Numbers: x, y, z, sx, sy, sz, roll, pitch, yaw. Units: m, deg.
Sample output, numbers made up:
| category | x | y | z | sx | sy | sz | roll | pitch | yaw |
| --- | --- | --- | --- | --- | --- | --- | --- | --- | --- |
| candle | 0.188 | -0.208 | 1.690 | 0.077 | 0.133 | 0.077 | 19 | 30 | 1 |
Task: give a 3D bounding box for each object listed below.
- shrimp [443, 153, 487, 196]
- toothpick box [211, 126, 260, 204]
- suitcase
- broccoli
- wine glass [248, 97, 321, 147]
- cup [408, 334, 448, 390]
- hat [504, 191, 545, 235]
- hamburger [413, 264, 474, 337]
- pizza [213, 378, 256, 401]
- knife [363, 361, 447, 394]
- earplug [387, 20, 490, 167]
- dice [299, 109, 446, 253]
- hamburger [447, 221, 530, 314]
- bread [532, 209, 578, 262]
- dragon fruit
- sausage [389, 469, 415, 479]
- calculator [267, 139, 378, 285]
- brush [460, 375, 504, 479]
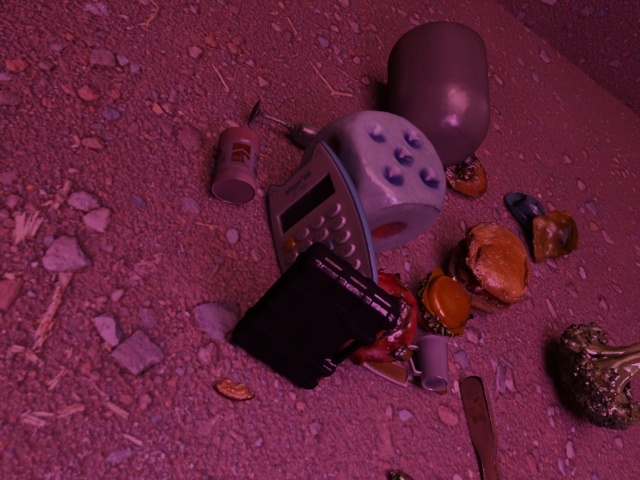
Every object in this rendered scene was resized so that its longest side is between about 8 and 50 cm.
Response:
| category | x | y | z | sx | sy | sz | roll | pitch | yaw |
| --- | --- | --- | --- | --- | --- | --- | --- | --- | --- |
| shrimp | 0.442 | -0.266 | 1.644 | 0.222 | 0.054 | 0.290 | -18 | 78 | -40 |
| toothpick box | -0.189 | -0.169 | 1.126 | 0.098 | 0.098 | 0.148 | 17 | 56 | -26 |
| suitcase | -0.016 | 0.151 | 0.925 | 0.206 | 0.285 | 0.066 | 37 | 34 | -11 |
| broccoli | 0.779 | 0.368 | 1.387 | 0.260 | 0.235 | 0.288 | -15 | 75 | -14 |
| wine glass | -0.059 | -0.287 | 1.309 | 0.262 | 0.074 | 0.074 | 20 | 54 | -26 |
| cup | 0.248 | 0.281 | 1.162 | 0.104 | 0.074 | 0.116 | 12 | 44 | -3 |
| hat | 0.728 | -0.102 | 1.724 | 0.191 | 0.078 | 0.138 | 46 | 49 | -2 |
| hamburger | 0.303 | 0.162 | 1.265 | 0.164 | 0.093 | 0.189 | 52 | 49 | 0 |
| pizza | -0.160 | 0.280 | 0.930 | 0.083 | 0.016 | 0.037 | 22 | 54 | -18 |
| knife | 0.193 | 0.313 | 1.146 | 0.256 | 0.022 | 0.046 | 26 | 55 | -19 |
| earplug | 0.358 | -0.415 | 1.507 | 0.313 | 0.313 | 0.394 | 21 | 54 | -23 |
| dice | 0.116 | -0.130 | 1.199 | 0.265 | 0.268 | 0.262 | 0 | 62 | -34 |
| hamburger | 0.460 | 0.082 | 1.379 | 0.245 | 0.163 | 0.244 | 12 | 60 | -21 |
| bread | 0.803 | -0.017 | 1.688 | 0.233 | 0.088 | 0.160 | -15 | 109 | -40 |
| dragon fruit | 0.078 | 0.149 | 1.059 | 0.147 | 0.211 | 0.282 | 12 | 31 | -36 |
| sausage | 0.244 | 0.549 | 1.029 | 0.269 | 0.033 | 0.033 | 39 | 48 | -9 |
| calculator | 0.000 | 0.000 | 1.049 | 0.054 | 0.256 | 0.386 | 12 | 53 | -42 |
| brush | 0.397 | 0.482 | 1.159 | 0.065 | 0.070 | 0.327 | 18 | 55 | -37 |
